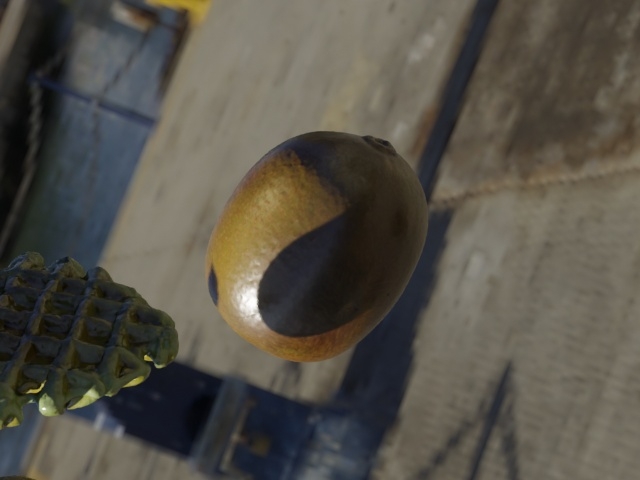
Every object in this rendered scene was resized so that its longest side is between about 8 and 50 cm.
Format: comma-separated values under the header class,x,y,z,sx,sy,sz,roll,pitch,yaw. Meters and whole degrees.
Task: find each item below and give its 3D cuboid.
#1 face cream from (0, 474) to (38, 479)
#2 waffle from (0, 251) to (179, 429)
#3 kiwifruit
class,x,y,z,sx,sy,sz,roll,pitch,yaw
face cream,-0.294,0.339,1.416,0.105,0.105,0.348,-58,6,36
waffle,-0.189,0.059,1.126,0.183,0.169,0.036,26,125,42
kiwifruit,0.000,0.000,1.717,0.234,0.196,0.196,-53,17,16
